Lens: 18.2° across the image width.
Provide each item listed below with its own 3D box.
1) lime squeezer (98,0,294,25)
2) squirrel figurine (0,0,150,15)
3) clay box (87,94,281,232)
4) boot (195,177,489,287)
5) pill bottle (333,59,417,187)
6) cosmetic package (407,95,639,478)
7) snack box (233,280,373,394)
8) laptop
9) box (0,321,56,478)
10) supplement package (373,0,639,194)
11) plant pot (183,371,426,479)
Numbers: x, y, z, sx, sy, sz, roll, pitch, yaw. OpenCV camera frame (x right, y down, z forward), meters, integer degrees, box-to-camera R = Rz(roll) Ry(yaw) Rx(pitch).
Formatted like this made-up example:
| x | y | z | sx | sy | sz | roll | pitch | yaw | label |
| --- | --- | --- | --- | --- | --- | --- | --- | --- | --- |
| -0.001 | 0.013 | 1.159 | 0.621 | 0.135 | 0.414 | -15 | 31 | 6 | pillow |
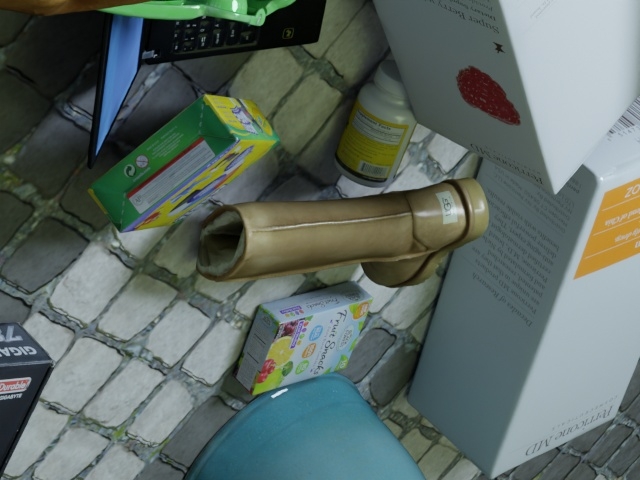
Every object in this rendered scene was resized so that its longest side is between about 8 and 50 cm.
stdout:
| x | y | z | sx | sy | sz | roll | pitch | yaw | label |
| --- | --- | --- | --- | --- | --- | --- | --- | --- | --- |
| -0.061 | -0.211 | 1.539 | 0.310 | 0.059 | 0.110 | -38 | 151 | -33 | lime squeezer |
| -0.253 | -0.266 | 1.132 | 0.397 | 0.281 | 0.370 | -16 | 178 | -1 | squirrel figurine |
| -0.109 | -0.066 | 1.707 | 0.127 | 0.053 | 0.222 | -38 | 175 | 10 | clay box |
| 0.000 | 0.000 | 1.972 | 0.270 | 0.089 | 0.236 | -8 | 163 | -27 | boot |
| 0.060 | -0.115 | 1.944 | 0.065 | 0.065 | 0.116 | -11 | 134 | -44 | pill bottle |
| 0.276 | 0.034 | 2.282 | 0.230 | 0.161 | 0.453 | -21 | 141 | -36 | cosmetic package |
| -0.017 | 0.103 | 2.117 | 0.141 | 0.037 | 0.100 | -13 | 136 | -44 | snack box |
| -0.076 | -0.205 | 1.603 | 0.264 | 0.136 | 0.234 | -10 | 135 | -25 | laptop |
| -0.408 | 0.210 | 1.734 | 0.295 | 0.073 | 0.293 | -1 | 127 | -51 | box |
| 0.171 | -0.215 | 1.787 | 0.175 | 0.177 | 0.293 | -49 | 146 | -17 | supplement package |
| 0.020 | 0.327 | 2.205 | 0.272 | 0.255 | 0.271 | -32 | 145 | -25 | plant pot |
